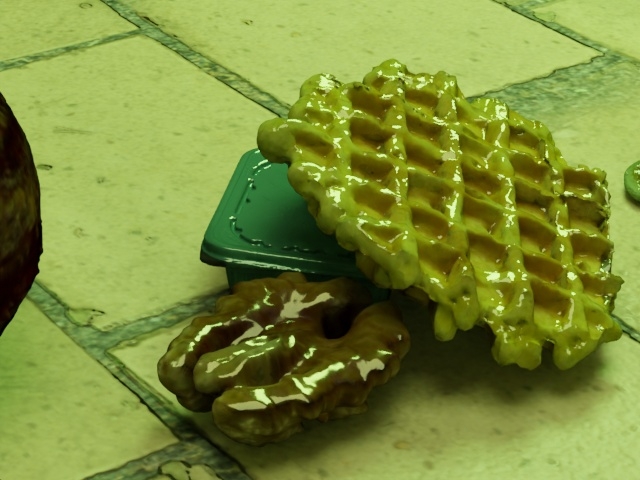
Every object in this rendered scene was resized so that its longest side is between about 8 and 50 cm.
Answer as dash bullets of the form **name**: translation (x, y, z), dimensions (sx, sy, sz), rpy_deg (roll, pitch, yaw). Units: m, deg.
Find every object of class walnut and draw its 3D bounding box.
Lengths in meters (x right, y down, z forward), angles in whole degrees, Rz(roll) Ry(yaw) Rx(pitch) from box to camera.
- **walnut**: translation (-0.024, 0.083, 1.287), dimensions (0.170, 0.069, 0.143), rpy_deg (-23, 37, -33)

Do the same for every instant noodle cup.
- **instant noodle cup**: translation (0.000, 0.000, 1.439), dimensions (0.157, 0.070, 0.179), rpy_deg (6, 29, 8)

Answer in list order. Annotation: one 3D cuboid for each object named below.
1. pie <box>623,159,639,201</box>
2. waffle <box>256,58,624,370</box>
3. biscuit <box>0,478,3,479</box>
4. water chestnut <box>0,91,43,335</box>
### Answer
- **pie**: translation (0.292, -0.049, 1.574), dimensions (0.084, 0.021, 0.084), rpy_deg (-1, 28, 1)
- **waffle**: translation (0.109, -0.029, 1.401), dimensions (0.307, 0.060, 0.312), rpy_deg (39, 34, 16)
- **biscuit**: translation (-0.116, 0.227, 1.023), dimensions (0.329, 0.078, 0.335), rpy_deg (-14, 31, -18)
- **water chestnut**: translation (-0.359, -0.046, 1.286), dimensions (0.350, 0.302, 0.350), rpy_deg (3, 31, -2)
